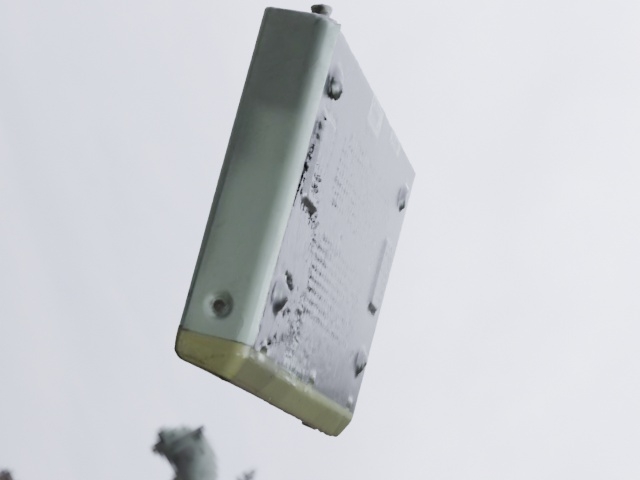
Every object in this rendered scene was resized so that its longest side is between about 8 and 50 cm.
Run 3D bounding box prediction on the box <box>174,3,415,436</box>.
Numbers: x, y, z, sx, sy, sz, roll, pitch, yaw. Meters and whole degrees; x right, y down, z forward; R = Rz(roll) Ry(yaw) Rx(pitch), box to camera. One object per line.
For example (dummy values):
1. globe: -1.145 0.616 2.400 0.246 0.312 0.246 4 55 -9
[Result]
1. box: 0.000 0.000 0.770 0.045 0.210 0.270 12 -13 16
